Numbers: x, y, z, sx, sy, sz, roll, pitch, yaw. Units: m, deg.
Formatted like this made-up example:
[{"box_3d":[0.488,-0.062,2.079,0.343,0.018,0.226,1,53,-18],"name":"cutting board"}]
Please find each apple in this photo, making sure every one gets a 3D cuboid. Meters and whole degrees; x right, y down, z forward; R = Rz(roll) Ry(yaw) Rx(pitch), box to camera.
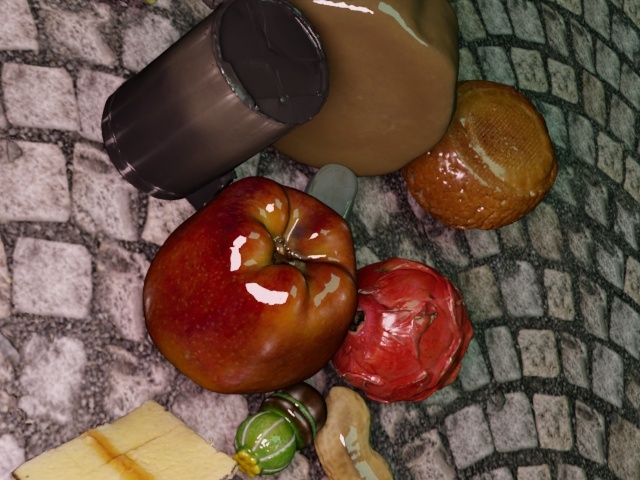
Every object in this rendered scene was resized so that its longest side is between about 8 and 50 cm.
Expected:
[{"box_3d":[-0.093,0.068,1.356,0.288,0.317,0.288,13,57,-21],"name":"apple"}]

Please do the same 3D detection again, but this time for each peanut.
[{"box_3d":[0.051,0.336,1.507,0.103,0.098,0.229,35,37,-83],"name":"peanut"}]

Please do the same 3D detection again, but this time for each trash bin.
[{"box_3d":[-0.150,-0.198,1.406,0.203,0.301,0.252,-36,97,-44],"name":"trash bin"}]

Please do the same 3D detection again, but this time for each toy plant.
[{"box_3d":[-0.062,0.277,1.431,0.162,0.092,0.093,-39,99,-43],"name":"toy plant"}]

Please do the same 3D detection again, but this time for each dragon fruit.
[{"box_3d":[0.125,0.144,1.567,0.252,0.241,0.241,-1,73,-30],"name":"dragon fruit"}]

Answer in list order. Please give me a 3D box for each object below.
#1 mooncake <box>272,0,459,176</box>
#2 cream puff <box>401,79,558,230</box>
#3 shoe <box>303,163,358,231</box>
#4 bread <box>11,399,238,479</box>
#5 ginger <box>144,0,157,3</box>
[{"box_3d":[0.046,-0.293,1.583,0.378,0.378,0.201,36,46,-25],"name":"mooncake"},{"box_3d":[0.281,-0.151,1.841,0.303,0.212,0.303,12,63,-26],"name":"cream puff"},{"box_3d":[0.000,0.000,1.614,0.103,0.100,0.251,15,73,9],"name":"shoe"},{"box_3d":[-0.231,0.286,1.217,0.240,0.178,0.135,-21,88,-43],"name":"bread"},{"box_3d":[-0.287,-0.490,1.564,0.137,0.089,0.290,37,54,-48],"name":"ginger"}]
